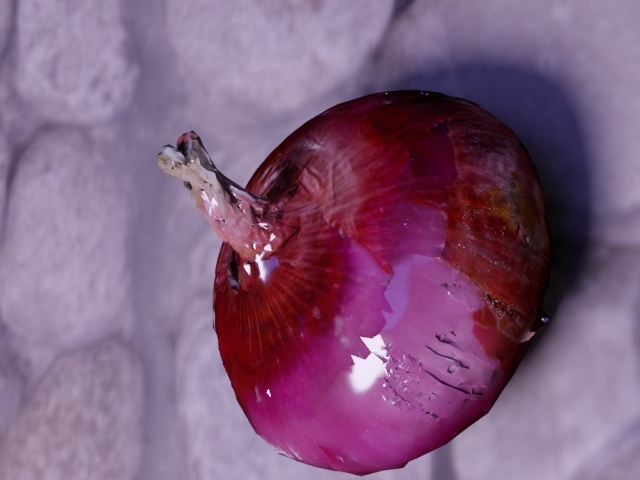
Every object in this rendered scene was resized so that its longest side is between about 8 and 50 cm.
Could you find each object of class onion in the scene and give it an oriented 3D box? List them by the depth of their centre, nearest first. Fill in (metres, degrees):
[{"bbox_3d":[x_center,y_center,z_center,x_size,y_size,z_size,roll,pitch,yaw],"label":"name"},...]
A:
[{"bbox_3d":[0.000,0.000,0.656,0.150,0.140,0.150,-24,49,32],"label":"onion"}]
